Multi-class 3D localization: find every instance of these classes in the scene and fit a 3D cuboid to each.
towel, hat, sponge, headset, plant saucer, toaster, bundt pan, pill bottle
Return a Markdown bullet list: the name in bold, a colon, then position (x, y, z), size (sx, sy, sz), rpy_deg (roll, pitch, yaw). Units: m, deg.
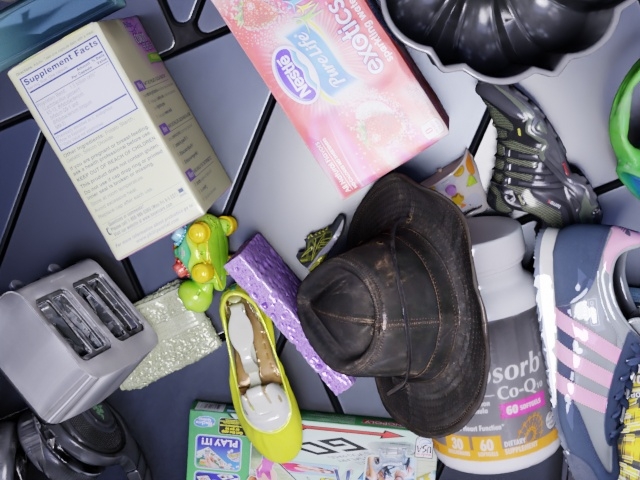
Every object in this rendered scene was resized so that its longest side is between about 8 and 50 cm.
- **towel**: position (-0.209, 0.122, 1.698), size (0.148, 0.027, 0.110), rpy_deg (-25, 99, 10)
- **hat**: position (0.055, 0.080, 1.508), size (0.134, 0.331, 0.331), rpy_deg (-7, 103, -24)
- **sponge**: position (-0.029, 0.088, 1.628), size (0.031, 0.117, 0.210), rpy_deg (-39, 96, 14)
- **headset**: position (-0.369, 0.276, 1.664), size (0.243, 0.185, 0.394), rpy_deg (-23, 110, 9)
- **plant saucer**: position (-0.336, -0.273, 1.632), size (0.192, 0.018, 0.067), rpy_deg (-26, 99, 9)
- **toaster**: position (-0.306, 0.124, 1.612), size (0.185, 0.168, 0.110), rpy_deg (49, 118, 7)
- **bundt pan**: position (0.191, -0.332, 1.493), size (0.331, 0.124, 0.330), rpy_deg (0, 90, -7)
- **pill bottle**: position (0.193, 0.122, 1.586), size (0.162, 0.162, 0.278), rpy_deg (-9, 105, 7)

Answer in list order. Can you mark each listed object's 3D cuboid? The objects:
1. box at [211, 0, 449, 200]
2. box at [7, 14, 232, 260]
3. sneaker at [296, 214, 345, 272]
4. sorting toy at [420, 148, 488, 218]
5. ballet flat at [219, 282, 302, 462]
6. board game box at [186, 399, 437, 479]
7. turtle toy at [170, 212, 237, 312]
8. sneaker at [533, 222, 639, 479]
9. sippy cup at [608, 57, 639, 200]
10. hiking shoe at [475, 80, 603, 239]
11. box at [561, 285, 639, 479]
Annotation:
- **box**: position (0.009, -0.217, 1.548), size (0.154, 0.142, 0.300), rpy_deg (-31, 97, 11)
- **box**: position (-0.224, -0.126, 1.551), size (0.117, 0.213, 0.243), rpy_deg (-27, 98, 10)
- **sneaker**: position (0.000, 0.000, 1.651), size (0.035, 0.031, 0.083), rpy_deg (35, 100, 2)
- **sorting toy**: position (0.166, -0.055, 1.625), size (0.083, 0.045, 0.075), rpy_deg (-33, 116, 11)
- **ballet flat**: position (-0.080, 0.164, 1.641), size (0.077, 0.077, 0.231), rpy_deg (-15, 84, 3)
- **board game box**: position (-0.014, 0.325, 1.714), size (0.317, 0.046, 0.213), rpy_deg (5, 101, 4)
- **turtle toy**: position (-0.147, 0.025, 1.641), size (0.066, 0.095, 0.130), rpy_deg (0, 97, 24)
- **sneaker**: position (0.327, 0.136, 1.514), size (0.131, 0.112, 0.319), rpy_deg (-7, 99, 24)
- **sippy cup**: position (0.492, -0.098, 1.501), size (0.224, 0.240, 0.305), rpy_deg (-53, 132, 2)
- **hiking shoe**: position (0.236, -0.088, 1.583), size (0.114, 0.086, 0.227), rpy_deg (-35, 98, 8)
- **box**: position (0.492, 0.227, 1.588), size (0.395, 0.097, 0.318), rpy_deg (6, 105, 16)
